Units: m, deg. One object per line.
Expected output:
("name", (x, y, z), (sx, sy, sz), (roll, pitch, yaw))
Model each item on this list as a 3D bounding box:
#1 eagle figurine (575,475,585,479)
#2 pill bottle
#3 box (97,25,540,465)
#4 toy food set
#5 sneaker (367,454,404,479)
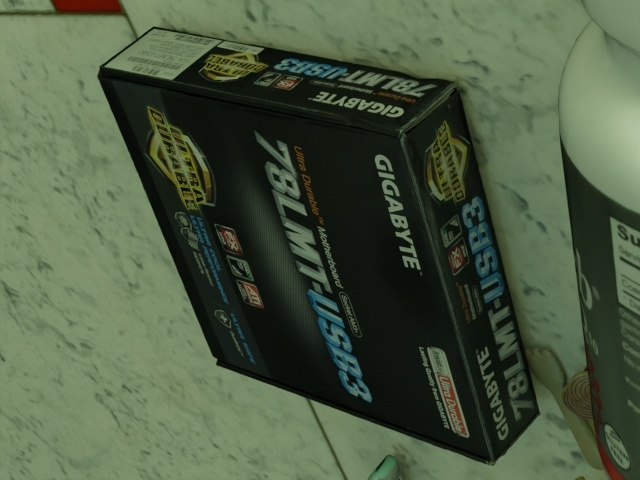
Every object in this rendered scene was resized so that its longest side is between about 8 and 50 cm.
("eagle figurine", (0.201, 0.283, 1.303), (0.226, 0.225, 0.298), (29, 137, -9))
("pill bottle", (0.231, -0.020, 0.918), (0.210, 0.210, 0.363), (19, 138, 34))
("box", (0.000, 0.000, 1.319), (0.293, 0.073, 0.295), (18, 138, 41))
("toy food set", (0.224, 0.127, 1.239), (0.192, 0.038, 0.132), (-6, 121, 51))
("sneaker", (0.072, 0.220, 1.515), (0.069, 0.038, 0.098), (34, 155, 15))
